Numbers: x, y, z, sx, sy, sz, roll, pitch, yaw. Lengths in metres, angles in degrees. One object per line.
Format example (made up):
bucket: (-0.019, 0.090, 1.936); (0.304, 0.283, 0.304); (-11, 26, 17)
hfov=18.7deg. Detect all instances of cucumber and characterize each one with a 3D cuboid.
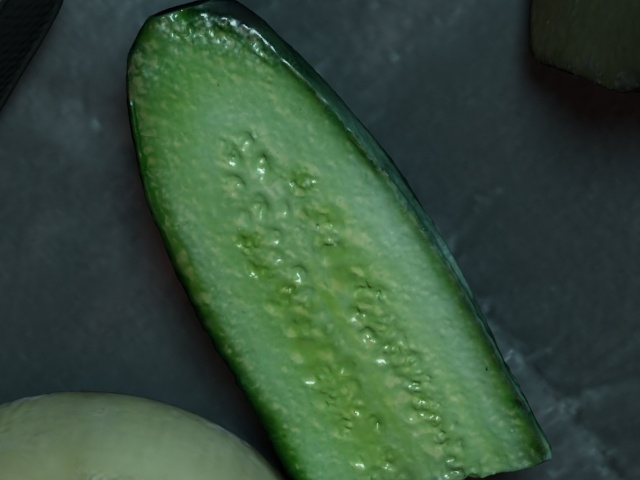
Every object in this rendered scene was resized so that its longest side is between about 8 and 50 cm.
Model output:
cucumber: (0.000, 0.000, 0.831); (0.115, 0.063, 0.244); (-21, 111, 16)

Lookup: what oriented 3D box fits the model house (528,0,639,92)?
model house: (0.192, -0.125, 0.758); (0.164, 0.141, 0.203); (5, 137, -24)

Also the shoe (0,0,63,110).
shoe: (-0.166, -0.067, 0.814); (0.053, 0.062, 0.159); (49, 117, 14)

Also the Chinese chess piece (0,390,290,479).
Chinese chess piece: (-0.107, 0.192, 0.895); (0.250, 0.103, 0.249); (1, 112, 1)
